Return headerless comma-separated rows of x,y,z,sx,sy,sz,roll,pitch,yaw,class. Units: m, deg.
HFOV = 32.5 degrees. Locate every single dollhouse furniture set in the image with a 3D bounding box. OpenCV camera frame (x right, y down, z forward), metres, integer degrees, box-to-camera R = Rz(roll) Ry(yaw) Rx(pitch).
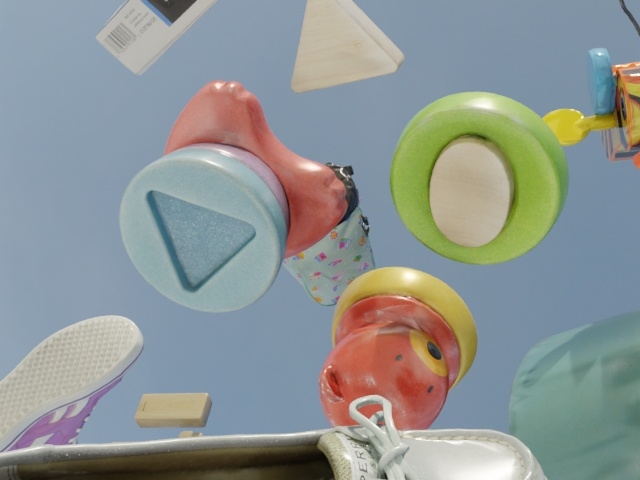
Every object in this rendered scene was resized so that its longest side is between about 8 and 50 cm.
-0.242,0.341,1.742,0.144,0.151,0.123,-3,-46,17,dollhouse furniture set

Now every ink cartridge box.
-0.094,-0.317,1.109,0.065,0.333,0.165,41,-44,-16,ink cartridge box

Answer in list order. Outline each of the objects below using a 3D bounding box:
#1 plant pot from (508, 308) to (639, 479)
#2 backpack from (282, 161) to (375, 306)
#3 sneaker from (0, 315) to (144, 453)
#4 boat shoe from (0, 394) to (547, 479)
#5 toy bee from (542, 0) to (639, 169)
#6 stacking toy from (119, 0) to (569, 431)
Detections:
0.377,0.191,1.106,0.235,0.293,0.293,-34,-104,43,plant pot
0.000,0.000,1.465,0.152,0.182,0.115,-23,-129,-1,backpack
-0.333,0.214,1.444,0.282,0.161,0.102,-34,-127,1,sneaker
-0.025,0.147,0.599,0.118,0.320,0.103,-103,-170,-60,boat shoe
0.322,-0.133,1.138,0.195,0.298,0.162,-13,-111,27,toy bee
0.013,-0.006,0.803,0.309,0.130,0.279,36,-56,-1,stacking toy
